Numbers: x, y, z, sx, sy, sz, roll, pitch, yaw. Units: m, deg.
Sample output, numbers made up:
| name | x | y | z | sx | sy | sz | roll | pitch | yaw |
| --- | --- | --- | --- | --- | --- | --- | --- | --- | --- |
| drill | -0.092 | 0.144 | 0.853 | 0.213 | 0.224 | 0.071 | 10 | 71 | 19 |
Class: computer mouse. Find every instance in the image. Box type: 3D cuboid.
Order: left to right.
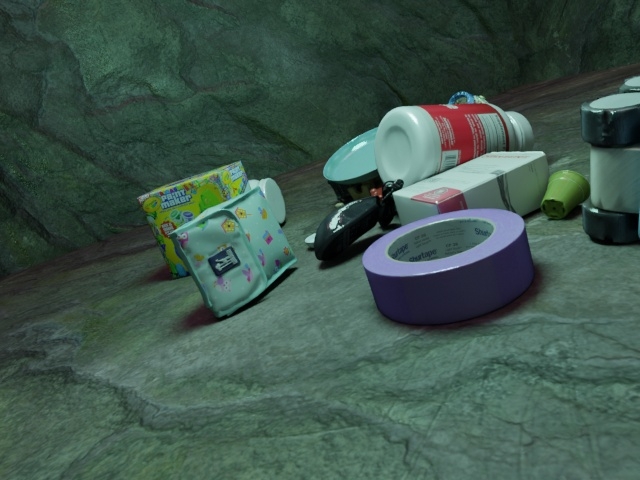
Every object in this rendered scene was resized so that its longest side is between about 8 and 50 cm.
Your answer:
| name | x | y | z | sx | sy | sz | roll | pitch | yaw |
| --- | --- | --- | --- | --- | --- | --- | --- | --- | --- |
| computer mouse | 0.080 | -0.050 | 1.151 | 0.272 | 0.072 | 0.189 | -34 | -23 | -20 |

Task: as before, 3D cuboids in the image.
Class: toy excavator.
| name | x | y | z | sx | sy | sz | roll | pitch | yaw |
| --- | --- | --- | --- | --- | --- | --- | --- | --- | --- |
| toy excavator | 0.579 | -0.083 | 0.610 | 0.432 | 0.223 | 0.445 | -30 | 28 | -31 |

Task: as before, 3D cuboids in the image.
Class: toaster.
| name | x | y | z | sx | sy | sz | roll | pitch | yaw |
| --- | --- | --- | --- | --- | --- | --- | --- | --- | --- |
| toaster | 0.134 | -0.218 | 1.621 | 0.146 | 0.129 | 0.227 | -35 | 11 | -18 |

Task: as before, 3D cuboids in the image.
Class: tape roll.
| name | x | y | z | sx | sy | sz | roll | pitch | yaw |
| --- | --- | --- | --- | --- | --- | --- | --- | --- | --- |
| tape roll | 0.215 | 0.036 | 0.801 | 0.274 | 0.090 | 0.275 | -17 | 16 | 5 |

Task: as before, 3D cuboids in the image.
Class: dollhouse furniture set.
| name | x | y | z | sx | sy | sz | roll | pitch | yaw |
| --- | --- | --- | --- | --- | --- | --- | --- | --- | --- |
| dollhouse furniture set | 0.237 | -0.171 | 1.438 | 0.201 | 0.152 | 0.374 | -4 | 39 | 42 |

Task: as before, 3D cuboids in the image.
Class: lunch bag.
| name | x | y | z | sx | sy | sz | roll | pitch | yaw |
| --- | --- | --- | --- | --- | --- | --- | --- | --- | --- |
| lunch bag | -0.204 | 0.024 | 1.075 | 0.160 | 0.224 | 0.262 | -17 | 14 | 35 |

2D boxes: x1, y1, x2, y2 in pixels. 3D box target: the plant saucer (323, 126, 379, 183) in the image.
| name | x | y | z | sx | sy | sz | roll | pitch | yaw |
| --- | --- | --- | --- | --- | --- | --- | --- | --- | --- |
| plant saucer | 0.157 | -0.270 | 1.467 | 0.317 | 0.044 | 0.318 | -25 | 29 | 15 |

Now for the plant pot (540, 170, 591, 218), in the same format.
| name | x | y | z | sx | sy | sz | roll | pitch | yaw |
| --- | --- | --- | --- | --- | --- | --- | --- | --- | --- |
| plant pot | 0.484 | -0.085 | 0.931 | 0.079 | 0.083 | 0.083 | -43 | 25 | -27 |

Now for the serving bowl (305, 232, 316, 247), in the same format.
| name | x | y | z | sx | sy | sz | roll | pitch | yaw |
| --- | --- | --- | --- | --- | --- | --- | --- | --- | --- |
| serving bowl | 0.000 | 0.000 | 1.280 | 0.083 | 0.027 | 0.083 | -18 | 15 | 5 |

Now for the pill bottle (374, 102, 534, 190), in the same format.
| name | x | y | z | sx | sy | sz | roll | pitch | yaw |
| --- | --- | --- | --- | --- | --- | --- | --- | --- | --- |
| pill bottle | 0.372 | -0.256 | 1.266 | 0.407 | 0.229 | 0.229 | -10 | 11 | -25 |

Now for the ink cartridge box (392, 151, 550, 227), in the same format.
| name | x | y | z | sx | sy | sz | roll | pitch | yaw |
| --- | --- | --- | --- | --- | --- | --- | --- | --- | --- |
| ink cartridge box | 0.340 | -0.098 | 1.047 | 0.282 | 0.117 | 0.207 | -23 | 16 | -12 |

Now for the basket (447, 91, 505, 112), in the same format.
| name | x | y | z | sx | sy | sz | roll | pitch | yaw |
| --- | --- | --- | --- | --- | --- | --- | --- | --- | --- |
| basket | 0.442 | -0.398 | 1.555 | 0.288 | 0.201 | 0.255 | 6 | 15 | -7 |

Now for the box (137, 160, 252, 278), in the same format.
| name | x | y | z | sx | sy | sz | roll | pitch | yaw |
| --- | --- | --- | --- | --- | --- | --- | --- | --- | --- |
| box | -0.356 | -0.064 | 1.450 | 0.289 | 0.280 | 0.177 | -14 | 16 | 18 |

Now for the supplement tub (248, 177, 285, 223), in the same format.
| name | x | y | z | sx | sy | sz | roll | pitch | yaw |
| --- | --- | --- | --- | --- | --- | --- | --- | --- | --- |
| supplement tub | -0.283 | -0.109 | 1.674 | 0.272 | 0.191 | 0.191 | -14 | 16 | 17 |
